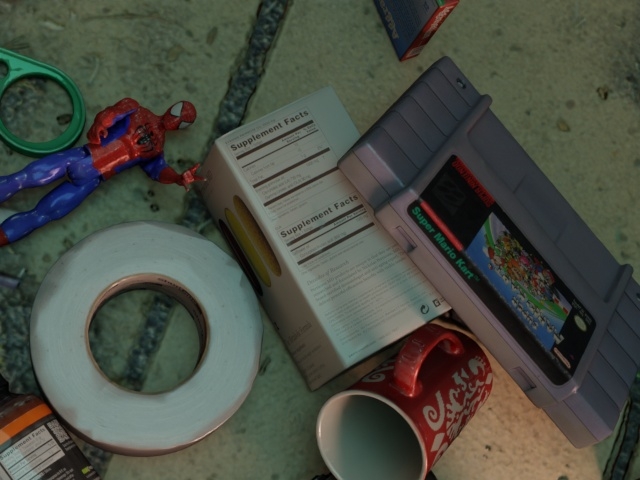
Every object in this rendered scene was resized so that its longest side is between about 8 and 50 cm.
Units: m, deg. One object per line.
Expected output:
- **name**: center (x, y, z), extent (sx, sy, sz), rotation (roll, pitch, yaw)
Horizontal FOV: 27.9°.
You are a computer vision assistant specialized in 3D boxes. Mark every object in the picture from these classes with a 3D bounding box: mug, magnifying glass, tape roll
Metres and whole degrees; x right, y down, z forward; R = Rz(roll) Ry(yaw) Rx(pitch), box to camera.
- **mug**: center (0.098, 0.147, 1.200), extent (0.113, 0.150, 0.169), rotation (52, 38, 5)
- **magnifying glass**: center (-0.329, -0.176, 1.285), extent (0.231, 0.026, 0.092), rotation (44, 73, 2)
- **tape roll**: center (-0.166, 0.094, 1.228), extent (0.219, 0.072, 0.219), rotation (2, 76, -10)

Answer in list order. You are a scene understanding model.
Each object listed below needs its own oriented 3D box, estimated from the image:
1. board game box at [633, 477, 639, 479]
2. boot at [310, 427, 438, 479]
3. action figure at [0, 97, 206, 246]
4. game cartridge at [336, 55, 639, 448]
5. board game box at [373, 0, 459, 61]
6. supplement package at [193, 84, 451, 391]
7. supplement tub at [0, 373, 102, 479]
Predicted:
- **board game box**: center (0.468, 0.248, 1.233), extent (0.291, 0.232, 0.141), rotation (-20, 81, -14)
- **boot**: center (0.063, 0.313, 1.202), extent (0.229, 0.091, 0.263), rotation (43, 49, 2)
- **action figure**: center (-0.225, -0.058, 1.219), extent (0.280, 0.139, 0.091), rotation (-33, 110, -19)
- **game cartridge**: center (0.184, 0.004, 1.243), extent (0.355, 0.068, 0.230), rotation (49, 34, -6)
- **board game box**: center (0.057, -0.340, 1.339), extent (0.027, 0.145, 0.281), rotation (-20, 82, -18)
- **supplement package**: center (0.000, 0.000, 1.247), extent (0.133, 0.139, 0.244), rotation (-28, 82, -20)
- **supplement tub**: center (-0.265, 0.213, 1.163), extent (0.106, 0.106, 0.198), rotation (-36, 85, -17)
